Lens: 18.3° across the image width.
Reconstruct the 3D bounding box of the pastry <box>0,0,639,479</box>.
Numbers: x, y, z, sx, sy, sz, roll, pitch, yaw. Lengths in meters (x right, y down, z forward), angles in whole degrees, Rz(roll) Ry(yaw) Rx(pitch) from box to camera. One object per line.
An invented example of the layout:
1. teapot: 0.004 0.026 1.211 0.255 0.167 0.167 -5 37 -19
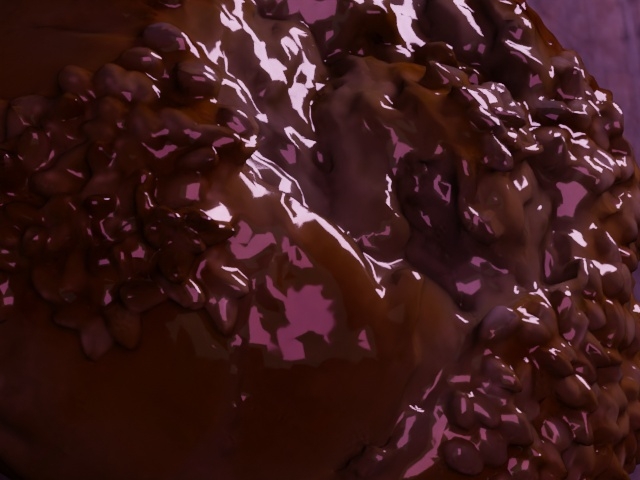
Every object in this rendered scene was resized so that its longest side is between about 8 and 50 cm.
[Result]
1. pastry: 0.000 0.000 0.716 0.311 0.162 0.255 26 57 -15
